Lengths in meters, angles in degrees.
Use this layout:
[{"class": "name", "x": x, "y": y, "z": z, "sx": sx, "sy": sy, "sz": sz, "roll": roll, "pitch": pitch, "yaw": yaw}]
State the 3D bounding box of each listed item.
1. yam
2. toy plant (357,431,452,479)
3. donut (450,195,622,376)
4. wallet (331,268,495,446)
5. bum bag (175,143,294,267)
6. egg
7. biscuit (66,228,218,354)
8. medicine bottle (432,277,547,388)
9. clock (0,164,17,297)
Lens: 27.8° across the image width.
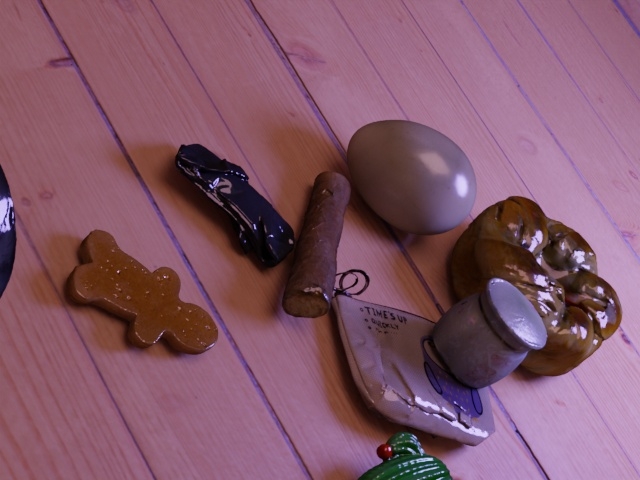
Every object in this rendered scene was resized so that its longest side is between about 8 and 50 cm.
[{"class": "yam", "x": 0.000, "y": 0.000, "z": 2.147, "sx": 0.081, "sy": 0.081, "sz": 0.356, "roll": 34, "pitch": 35, "yaw": -16}, {"class": "toy plant", "x": 0.108, "y": 0.387, "z": 1.900, "sx": 0.154, "sy": 0.088, "sz": 0.240, "roll": 57, "pitch": 43, "yaw": -10}, {"class": "donut", "x": 0.397, "y": 0.081, "z": 2.394, "sx": 0.360, "sy": 0.170, "sz": 0.360, "roll": 27, "pitch": 39, "yaw": -24}, {"class": "wallet", "x": 0.160, "y": 0.204, "z": 2.132, "sx": 0.335, "sy": 0.068, "sz": 0.274, "roll": 22, "pitch": 41, "yaw": -31}, {"class": "bum bag", "x": -0.135, "y": -0.066, "z": 2.094, "sx": 0.248, "sy": 0.060, "sz": 0.123, "roll": 50, "pitch": 27, "yaw": -11}, {"class": "egg", "x": 0.162, "y": -0.117, "z": 2.331, "sx": 0.254, "sy": 0.188, "sz": 0.188, "roll": 33, "pitch": 38, "yaw": -6}, {"class": "biscuit", "x": -0.255, "y": 0.089, "z": 1.865, "sx": 0.240, "sy": 0.035, "sz": 0.158, "roll": 35, "pitch": 40, "yaw": -13}, {"class": "medicine bottle", "x": 0.283, "y": 0.154, "z": 2.160, "sx": 0.147, "sy": 0.143, "sz": 0.147, "roll": 36, "pitch": 29, "yaw": -23}, {"class": "clock", "x": -0.494, "y": -0.028, "z": 1.515, "sx": 0.319, "sy": 0.319, "sz": 0.066, "roll": 52, "pitch": 31, "yaw": 8}]
